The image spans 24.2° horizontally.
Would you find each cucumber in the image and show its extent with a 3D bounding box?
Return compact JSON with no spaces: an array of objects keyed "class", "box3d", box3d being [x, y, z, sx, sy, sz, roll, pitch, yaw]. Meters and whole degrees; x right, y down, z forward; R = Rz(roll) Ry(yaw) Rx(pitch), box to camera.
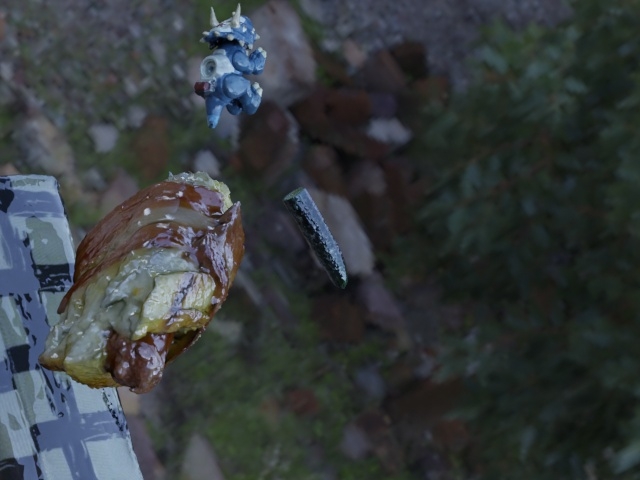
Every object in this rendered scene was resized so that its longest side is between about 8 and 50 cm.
[{"class":"cucumber","box3d":[0.000,0.000,1.782,0.133,0.032,0.032,60,24,-14]}]

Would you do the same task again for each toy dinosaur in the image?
[{"class":"toy dinosaur","box3d":[-0.062,-0.112,0.981,0.047,0.030,0.083,15,80,-50]}]

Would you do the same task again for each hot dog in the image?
[{"class":"hot dog","box3d":[-0.117,0.037,1.063,0.103,0.146,0.213,49,27,-22]}]

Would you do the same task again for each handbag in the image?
[{"class":"handbag","box3d":[-0.314,0.148,1.268,0.162,0.327,0.325,-6,75,-53]}]
